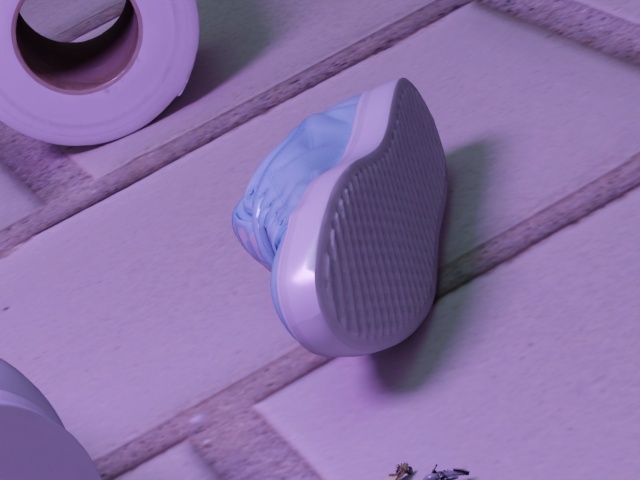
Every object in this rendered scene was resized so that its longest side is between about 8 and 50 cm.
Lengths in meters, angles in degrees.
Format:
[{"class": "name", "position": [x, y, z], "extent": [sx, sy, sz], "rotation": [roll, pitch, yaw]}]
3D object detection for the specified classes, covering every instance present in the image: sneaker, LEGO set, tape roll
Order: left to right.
[{"class": "tape roll", "position": [-0.251, -0.238, 2.008], "extent": [0.246, 0.246, 0.169], "rotation": [-24, 24, 1]}, {"class": "sneaker", "position": [0.000, 0.000, 1.478], "extent": [0.150, 0.135, 0.366], "rotation": [-23, 15, 21]}, {"class": "LEGO set", "position": [0.062, 0.154, 1.222], "extent": [0.083, 0.023, 0.054], "rotation": [1, 35, 43]}]

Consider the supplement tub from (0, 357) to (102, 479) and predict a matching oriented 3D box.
[{"class": "supplement tub", "position": [-0.302, 0.160, 1.273], "extent": [0.235, 0.235, 0.325], "rotation": [-37, 30, -25]}]
